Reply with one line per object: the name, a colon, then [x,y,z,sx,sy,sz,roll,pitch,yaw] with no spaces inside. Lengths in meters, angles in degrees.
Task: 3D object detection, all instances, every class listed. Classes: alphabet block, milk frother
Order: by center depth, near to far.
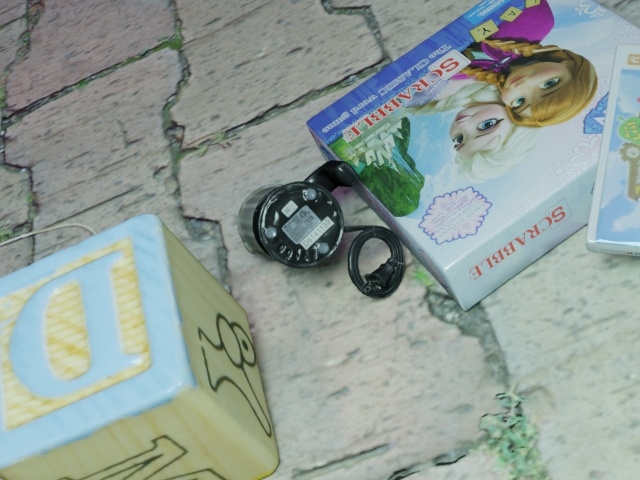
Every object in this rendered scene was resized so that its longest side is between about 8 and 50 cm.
alphabet block: [-0.173,0.126,1.064,0.193,0.197,0.192,-22,53,11]
milk frother: [0.000,0.000,1.196,0.129,0.143,0.135,-27,7,-10]

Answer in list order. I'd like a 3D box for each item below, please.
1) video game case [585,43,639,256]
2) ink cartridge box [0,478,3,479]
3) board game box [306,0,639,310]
video game case: [0.343,-0.078,1.037,0.193,0.023,0.212,6,65,19]
ink cartridge box: [-0.337,0.200,1.087,0.056,0.235,0.171,-40,40,-1]
board game box: [0.186,-0.121,1.212,0.319,0.066,0.318,-35,41,-4]
